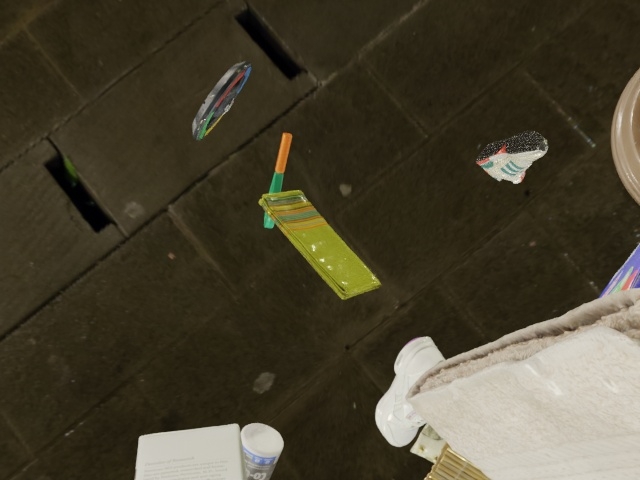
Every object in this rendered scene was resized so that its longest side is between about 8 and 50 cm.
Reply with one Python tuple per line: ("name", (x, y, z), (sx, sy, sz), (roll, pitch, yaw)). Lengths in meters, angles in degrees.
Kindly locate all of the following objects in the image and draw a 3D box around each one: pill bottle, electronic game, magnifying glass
("pill bottle", (-0.121, 0.394, 1.321), (0.078, 0.078, 0.137), (23, 113, 5))
("electronic game", (-0.237, -0.338, 1.841), (0.048, 0.229, 0.229), (37, 84, -5))
("magnifying glass", (-0.100, -0.138, 1.782), (0.026, 0.092, 0.230), (9, 109, -10))

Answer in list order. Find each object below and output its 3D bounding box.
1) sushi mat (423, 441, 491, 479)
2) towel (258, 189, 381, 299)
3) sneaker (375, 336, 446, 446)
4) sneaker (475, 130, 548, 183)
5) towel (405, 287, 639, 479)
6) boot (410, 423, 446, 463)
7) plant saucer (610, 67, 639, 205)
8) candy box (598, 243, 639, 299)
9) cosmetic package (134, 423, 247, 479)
("sushi mat", (0.284, 0.327, 0.902), (0.317, 0.019, 0.151), (30, 82, 12))
("towel", (0.000, 0.000, 1.287), (0.237, 0.102, 0.021), (49, 130, 24))
("sneaker", (0.210, 0.362, 1.665), (0.114, 0.305, 0.152), (-13, 40, -30))
("sneaker", (0.349, -0.140, 1.336), (0.075, 0.161, 0.057), (44, 66, -19))
("towel", (0.168, 0.128, 0.433), (0.187, 0.282, 0.049), (45, 65, 2))
("boot", (0.196, 0.321, 1.020), (0.165, 0.077, 0.213), (22, 88, 13))
("plant saucer", (0.467, -0.129, 0.837), (0.278, 0.041, 0.277), (-8, 68, 21))
("candy box", (0.431, 0.134, 0.755), (0.317, 0.268, 0.122), (32, 71, 17))
("cosmetic package", (-0.178, 0.385, 1.077), (0.152, 0.183, 0.151), (-6, 120, -6))
